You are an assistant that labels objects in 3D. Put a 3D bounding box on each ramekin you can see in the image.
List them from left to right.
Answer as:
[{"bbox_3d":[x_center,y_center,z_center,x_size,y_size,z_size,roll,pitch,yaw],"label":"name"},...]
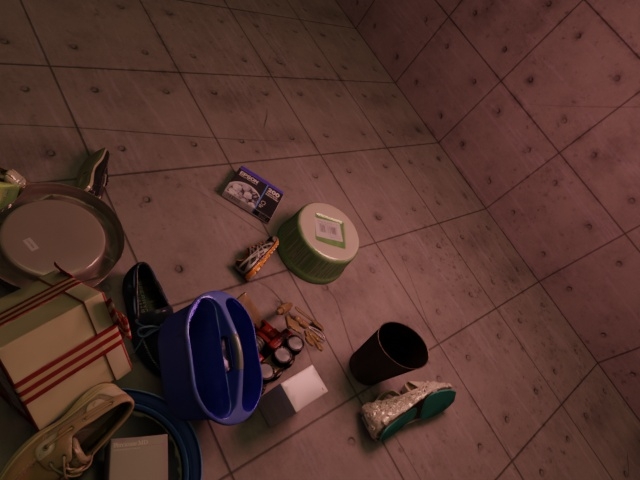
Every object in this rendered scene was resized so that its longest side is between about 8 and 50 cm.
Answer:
[{"bbox_3d":[0.000,0.000,1.759,0.304,0.148,0.303,19,49,-23],"label":"ramekin"}]

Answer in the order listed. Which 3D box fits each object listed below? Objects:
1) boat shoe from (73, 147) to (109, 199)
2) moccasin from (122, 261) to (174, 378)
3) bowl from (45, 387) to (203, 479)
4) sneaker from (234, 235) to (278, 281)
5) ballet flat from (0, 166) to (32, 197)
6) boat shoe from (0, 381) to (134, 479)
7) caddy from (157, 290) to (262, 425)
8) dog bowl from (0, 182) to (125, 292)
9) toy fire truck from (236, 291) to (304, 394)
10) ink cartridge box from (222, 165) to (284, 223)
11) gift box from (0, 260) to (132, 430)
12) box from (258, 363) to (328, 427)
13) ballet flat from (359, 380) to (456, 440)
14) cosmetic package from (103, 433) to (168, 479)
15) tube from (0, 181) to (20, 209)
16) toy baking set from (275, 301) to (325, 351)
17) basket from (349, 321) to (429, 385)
[{"bbox_3d":[-0.716,-0.207,1.474,0.079,0.084,0.232,57,19,-45],"label":"boat shoe"},{"bbox_3d":[-0.472,0.217,1.280,0.138,0.117,0.341,-18,70,-42],"label":"moccasin"},{"bbox_3d":[-0.472,0.544,1.064,0.392,0.077,0.390,19,49,-24],"label":"bowl"},{"bbox_3d":[-0.219,0.046,1.619,0.083,0.084,0.214,36,45,-1],"label":"sneaker"},{"bbox_3d":[-0.906,-0.181,1.307,0.206,0.067,0.073,23,47,-21],"label":"ballet flat"},{"bbox_3d":[-0.517,0.429,0.943,0.302,0.098,0.109,-47,134,-34],"label":"boat shoe"},{"bbox_3d":[-0.271,0.305,1.202,0.241,0.179,0.340,11,62,-56],"label":"caddy"},{"bbox_3d":[-0.730,0.009,1.266,0.349,0.102,0.348,19,49,-23],"label":"dog bowl"},{"bbox_3d":[-0.199,0.305,1.403,0.246,0.158,0.217,40,43,13],"label":"toy fire truck"},{"bbox_3d":[-0.251,-0.192,1.802,0.206,0.045,0.208,32,44,-12],"label":"ink cartridge box"},{"bbox_3d":[-0.592,0.211,1.033,0.255,0.276,0.258,18,34,32],"label":"gift box"},{"bbox_3d":[-0.085,0.451,1.342,0.130,0.170,0.091,-18,70,-43],"label":"box"},{"bbox_3d":[0.300,0.548,1.583,0.409,0.147,0.146,-5,62,-39],"label":"ballet flat"},{"bbox_3d":[-0.396,0.548,0.987,0.127,0.107,0.237,5,59,-30],"label":"cosmetic package"},{"bbox_3d":[-0.957,-0.143,1.245,0.240,0.070,0.062,17,36,-27],"label":"tube"},{"bbox_3d":[-0.060,0.279,1.516,0.196,0.030,0.256,46,8,2],"label":"toy baking set"},{"bbox_3d":[0.213,0.393,1.559,0.205,0.227,0.154,24,47,-18],"label":"basket"}]
